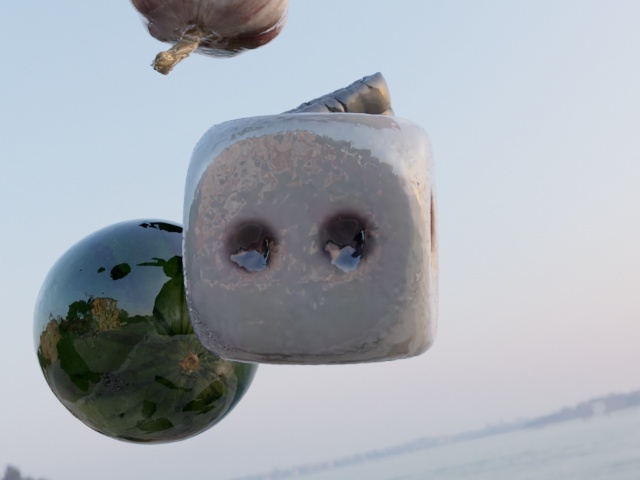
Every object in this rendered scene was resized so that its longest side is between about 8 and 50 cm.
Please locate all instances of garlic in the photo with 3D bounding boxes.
[{"bbox_3d":[-0.173,-0.322,1.339,0.244,0.253,0.245,12,-33,8],"label":"garlic"}]

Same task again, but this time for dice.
[{"bbox_3d":[0.000,0.000,0.784,0.191,0.194,0.193,0,1,9],"label":"dice"}]

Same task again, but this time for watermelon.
[{"bbox_3d":[-0.178,0.093,0.996,0.242,0.243,0.242,-11,-13,-3],"label":"watermelon"}]

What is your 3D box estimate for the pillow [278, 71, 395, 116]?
[{"bbox_3d":[0.004,-0.129,1.648,0.326,0.228,0.101,-28,23,-26],"label":"pillow"}]
